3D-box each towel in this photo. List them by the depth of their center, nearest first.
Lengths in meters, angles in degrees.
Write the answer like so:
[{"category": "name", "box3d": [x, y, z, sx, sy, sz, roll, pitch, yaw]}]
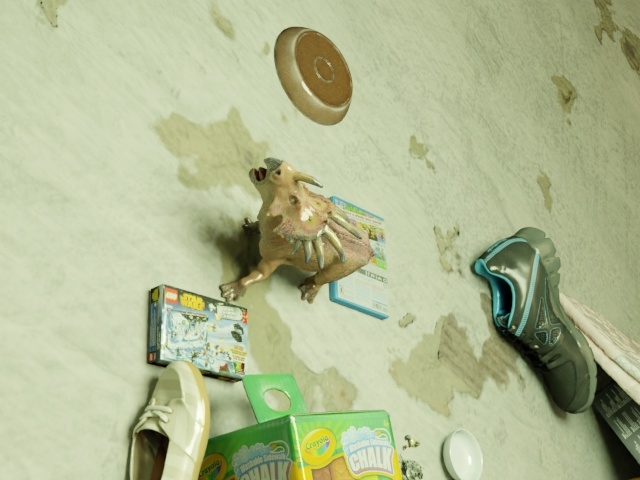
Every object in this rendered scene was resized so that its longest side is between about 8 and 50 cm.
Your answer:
[{"category": "towel", "box3d": [0.589, 0.236, 1.831, 0.331, 0.053, 0.317, 31, 15, -38]}]

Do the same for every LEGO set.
[{"category": "LEGO set", "box3d": [0.133, 0.320, 1.410, 0.054, 0.023, 0.083, 22, 57, -42]}]

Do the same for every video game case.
[{"category": "video game case", "box3d": [0.057, 0.026, 1.474, 0.119, 0.015, 0.166, 23, 56, -41]}]

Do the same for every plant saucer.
[{"category": "plant saucer", "box3d": [-0.003, -0.263, 1.536, 0.168, 0.029, 0.169, 24, 56, -41]}]

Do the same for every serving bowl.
[{"category": "serving bowl", "box3d": [0.212, 0.331, 1.493, 0.083, 0.027, 0.083, 25, 54, -40]}]

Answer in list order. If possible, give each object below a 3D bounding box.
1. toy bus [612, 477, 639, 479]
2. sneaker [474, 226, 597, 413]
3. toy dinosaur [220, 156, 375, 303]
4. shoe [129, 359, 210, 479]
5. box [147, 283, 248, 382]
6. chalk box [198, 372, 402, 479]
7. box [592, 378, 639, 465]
[{"category": "toy bus", "box3d": [0.593, 0.542, 1.766, 0.333, 0.108, 0.130, 49, 41, -21]}, {"category": "sneaker", "box3d": [0.371, 0.155, 1.722, 0.139, 0.125, 0.341, -22, 92, -25]}, {"category": "toy dinosaur", "box3d": [0.000, 0.000, 1.272, 0.295, 0.200, 0.127, 11, 64, -47]}, {"category": "shoe", "box3d": [-0.168, 0.231, 1.064, 0.058, 0.076, 0.219, 29, 54, -44]}, {"category": "box", "box3d": [-0.146, 0.114, 1.186, 0.137, 0.027, 0.094, 22, 58, -42]}, {"category": "chalk box", "box3d": [-0.023, 0.290, 1.121, 0.180, 0.179, 0.289, 6, 68, -48]}, {"category": "box", "box3d": [0.676, 0.452, 1.759, 0.318, 0.097, 0.395, 48, 8, -25]}]
